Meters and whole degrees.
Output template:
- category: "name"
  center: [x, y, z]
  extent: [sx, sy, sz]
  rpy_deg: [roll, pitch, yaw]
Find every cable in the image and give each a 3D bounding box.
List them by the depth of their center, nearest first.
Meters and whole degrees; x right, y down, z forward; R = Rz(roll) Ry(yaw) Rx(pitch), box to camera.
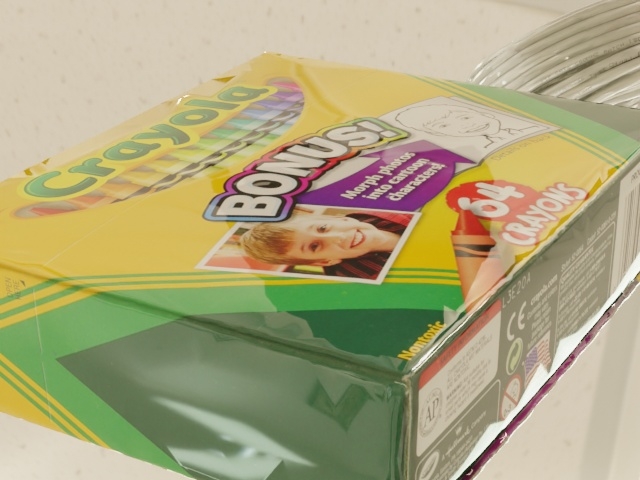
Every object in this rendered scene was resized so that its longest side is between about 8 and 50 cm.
- category: "cable"
  center: [0.253, -0.142, 1.172]
  extent: [0.257, 0.257, 0.089]
  rpy_deg: [-19, -101, 4]

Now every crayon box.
- category: "crayon box"
  center: [0.000, 0.000, 0.784]
  extent: [0.313, 0.106, 0.363]
  rpy_deg: [14, -151, 29]
